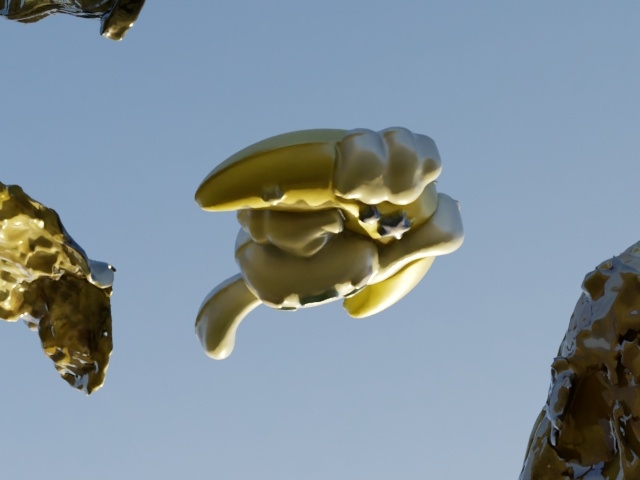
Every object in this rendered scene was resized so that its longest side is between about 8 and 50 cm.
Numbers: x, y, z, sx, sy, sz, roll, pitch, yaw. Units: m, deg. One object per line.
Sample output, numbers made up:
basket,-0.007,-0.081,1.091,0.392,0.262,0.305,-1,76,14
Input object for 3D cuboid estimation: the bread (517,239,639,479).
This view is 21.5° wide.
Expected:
bread,0.201,0.193,0.823,0.277,0.167,0.324,25,-71,19

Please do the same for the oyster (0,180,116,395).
oyster,-0.306,0.006,1.606,0.238,0.115,0.351,36,-13,26

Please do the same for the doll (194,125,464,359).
doll,0.000,0.000,1.452,0.252,0.111,0.237,-15,-36,-3

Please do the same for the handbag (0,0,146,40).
handbag,-0.189,-0.325,1.368,0.191,0.075,0.332,4,-95,43
